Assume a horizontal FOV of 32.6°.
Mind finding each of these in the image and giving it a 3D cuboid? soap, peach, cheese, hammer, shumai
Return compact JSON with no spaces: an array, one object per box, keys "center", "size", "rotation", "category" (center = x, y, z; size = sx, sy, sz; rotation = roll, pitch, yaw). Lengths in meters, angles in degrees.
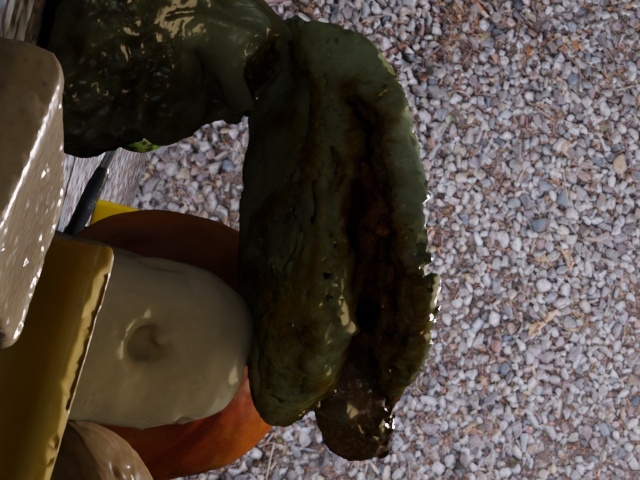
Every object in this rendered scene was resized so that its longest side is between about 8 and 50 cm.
[{"center":[-0.230,0.158,0.693],"size":[0.204,0.096,0.325],"rotation":[148,-42,-67],"category":"soap"},{"center":[-0.193,0.138,1.327],"size":[0.343,0.342,0.302],"rotation":[120,-13,-65],"category":"peach"},{"center":[-0.204,0.084,1.023],"size":[0.248,0.251,0.174],"rotation":[-177,-83,-70],"category":"cheese"},{"center":[-0.287,-0.079,1.393],"size":[0.029,0.103,0.246],"rotation":[31,-86,50],"category":"hammer"},{"center":[-0.133,-0.182,0.992],"size":[0.189,0.218,0.256],"rotation":[-118,-137,-66],"category":"shumai"}]

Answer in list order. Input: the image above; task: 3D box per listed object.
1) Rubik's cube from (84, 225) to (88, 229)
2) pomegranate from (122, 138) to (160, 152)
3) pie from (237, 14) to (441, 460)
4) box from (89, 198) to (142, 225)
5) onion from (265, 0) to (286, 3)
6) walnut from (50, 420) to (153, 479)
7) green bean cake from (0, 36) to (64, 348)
[{"center":[-0.271,0.127,1.611],"size":[0.250,0.246,0.248],"rotation":[171,-67,-80],"category":"Rubik's cube"},{"center":[-0.227,-0.179,1.477],"size":[0.122,0.161,0.122],"rotation":[0,90,-87],"category":"pomegranate"},{"center":[-0.002,-0.026,1.120],"size":[0.395,0.180,0.418],"rotation":[99,-16,-53],"category":"pie"},{"center":[-0.343,0.076,1.867],"size":[0.043,0.152,0.269],"rotation":[131,-28,-80],"category":"box"},{"center":[-0.070,-0.454,1.309],"size":[0.337,0.281,0.260],"rotation":[96,-13,-73],"category":"onion"},{"center":[-0.255,0.282,1.051],"size":[0.228,0.228,0.228],"rotation":[-165,-90,-83],"category":"walnut"},{"center":[-0.181,-0.021,0.545],"size":[0.179,0.085,0.109],"rotation":[120,-15,-67],"category":"green bean cake"}]
